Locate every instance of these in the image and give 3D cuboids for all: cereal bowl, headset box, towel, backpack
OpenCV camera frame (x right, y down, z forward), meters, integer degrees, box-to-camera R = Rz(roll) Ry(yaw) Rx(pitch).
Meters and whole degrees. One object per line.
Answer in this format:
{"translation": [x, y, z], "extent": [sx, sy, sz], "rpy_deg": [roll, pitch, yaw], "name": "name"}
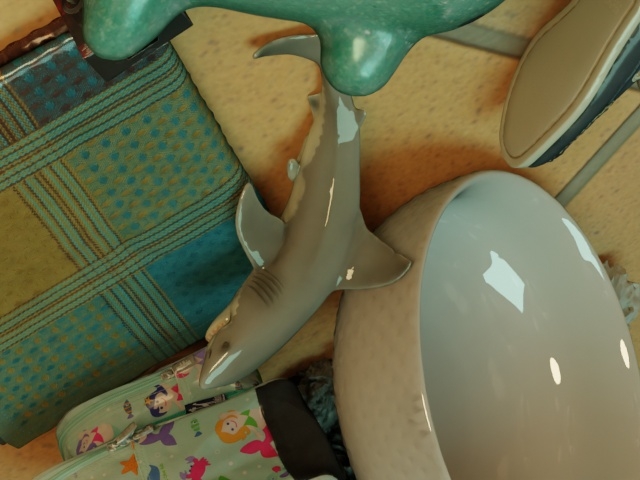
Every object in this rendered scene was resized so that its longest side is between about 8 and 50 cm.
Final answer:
{"translation": [0.118, 0.123, 1.309], "extent": [0.141, 0.339, 0.339], "rpy_deg": [-16, 159, 35], "name": "cereal bowl"}
{"translation": [-0.117, -0.136, 0.950], "extent": [0.062, 0.083, 0.032], "rpy_deg": [-33, 149, 5], "name": "headset box"}
{"translation": [-0.179, -0.001, 1.134], "extent": [0.271, 0.040, 0.370], "rpy_deg": [-30, 147, -1], "name": "towel"}
{"translation": [-0.109, 0.211, 1.270], "extent": [0.253, 0.191, 0.225], "rpy_deg": [-30, 151, -5], "name": "backpack"}

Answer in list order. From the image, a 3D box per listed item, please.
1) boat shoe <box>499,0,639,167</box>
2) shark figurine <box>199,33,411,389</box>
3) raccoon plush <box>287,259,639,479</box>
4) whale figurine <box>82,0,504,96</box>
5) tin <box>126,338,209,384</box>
{"translation": [0.217, -0.152, 1.197], "extent": [0.079, 0.095, 0.254], "rpy_deg": [10, 122, -31], "name": "boat shoe"}
{"translation": [0.015, -0.024, 1.166], "extent": [0.166, 0.116, 0.278], "rpy_deg": [-19, 130, -60], "name": "shark figurine"}
{"translation": [0.141, 0.218, 1.448], "extent": [0.446, 0.299, 0.216], "rpy_deg": [-32, 148, 3], "name": "raccoon plush"}
{"translation": [-0.007, -0.180, 0.863], "extent": [0.272, 0.216, 0.141], "rpy_deg": [-15, -177, -3], "name": "whale figurine"}
{"translation": [-0.134, 0.140, 1.367], "extent": [0.106, 0.040, 0.190], "rpy_deg": [-19, 146, -25], "name": "tin"}
